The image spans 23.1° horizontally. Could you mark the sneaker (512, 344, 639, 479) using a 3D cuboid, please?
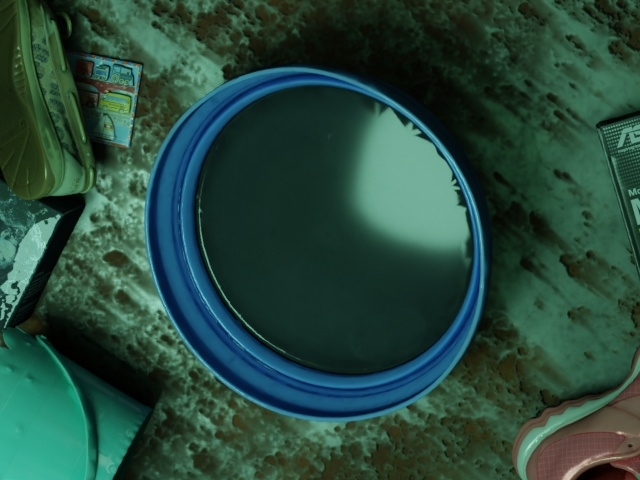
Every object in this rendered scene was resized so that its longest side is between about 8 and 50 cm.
[{"bbox_3d":[0.353,0.198,1.655,0.314,0.136,0.116,-38,117,15],"label":"sneaker"}]

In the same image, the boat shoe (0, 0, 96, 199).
[{"bbox_3d":[-0.318,-0.183,1.714,0.104,0.089,0.285,-17,82,42],"label":"boat shoe"}]

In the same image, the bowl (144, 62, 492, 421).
[{"bbox_3d":[0.000,0.000,1.664,0.391,0.077,0.391,8,110,21],"label":"bowl"}]

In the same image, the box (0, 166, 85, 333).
[{"bbox_3d":[-0.375,-0.005,1.755,0.156,0.093,0.158,29,101,2],"label":"box"}]

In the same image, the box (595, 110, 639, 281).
[{"bbox_3d":[0.449,-0.057,1.650,0.270,0.060,0.216,-15,98,10],"label":"box"}]

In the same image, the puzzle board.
[{"bbox_3d":[-0.269,-0.162,1.755,0.128,0.011,0.096,11,101,6],"label":"puzzle board"}]

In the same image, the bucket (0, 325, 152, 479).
[{"bbox_3d":[-0.316,0.254,1.709,0.183,0.281,0.281,25,102,0],"label":"bucket"}]
